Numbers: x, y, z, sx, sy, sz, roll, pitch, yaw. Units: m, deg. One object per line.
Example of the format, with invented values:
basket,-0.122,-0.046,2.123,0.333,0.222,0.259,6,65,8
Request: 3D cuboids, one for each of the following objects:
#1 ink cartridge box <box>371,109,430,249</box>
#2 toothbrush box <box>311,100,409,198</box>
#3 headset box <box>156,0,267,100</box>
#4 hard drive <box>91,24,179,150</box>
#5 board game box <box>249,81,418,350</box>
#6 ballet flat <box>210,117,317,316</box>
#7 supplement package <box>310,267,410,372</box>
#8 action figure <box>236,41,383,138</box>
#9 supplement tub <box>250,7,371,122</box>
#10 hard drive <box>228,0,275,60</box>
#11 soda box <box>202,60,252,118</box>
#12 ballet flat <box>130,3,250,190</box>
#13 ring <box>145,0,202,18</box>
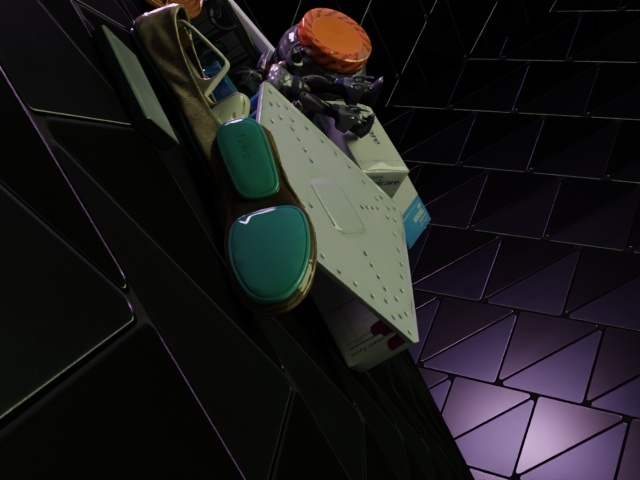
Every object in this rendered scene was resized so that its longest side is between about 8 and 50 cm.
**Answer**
ink cartridge box,0.091,-0.154,2.332,0.166,0.285,0.395,-49,117,-41
toothbrush box,0.040,-0.125,1.781,0.295,0.126,0.216,-58,-133,42
headset box,-0.227,-0.428,1.716,0.283,0.131,0.246,57,6,-44
hard drive,-0.220,-0.179,0.966,0.135,0.022,0.094,62,5,16
board game box,0.014,-0.047,1.403,0.390,0.050,0.390,41,27,-27
ballet flat,-0.074,-0.013,1.048,0.124,0.116,0.342,83,-11,-48
supplement package,0.068,0.112,1.559,0.244,0.139,0.134,63,6,18
action figure,-0.028,-0.300,1.616,0.099,0.285,0.185,128,-26,-69
supplement tub,-0.032,-0.340,1.831,0.207,0.207,0.338,63,-39,24
hard drive,-0.202,-0.547,2.018,0.318,0.040,0.210,49,7,1
soda box,-0.173,-0.246,1.578,0.071,0.067,0.210,64,6,34
ballet flat,-0.169,-0.213,1.196,0.316,0.106,0.107,61,5,3
ring,-0.315,-0.531,1.405,0.336,0.032,0.336,44,27,-29
